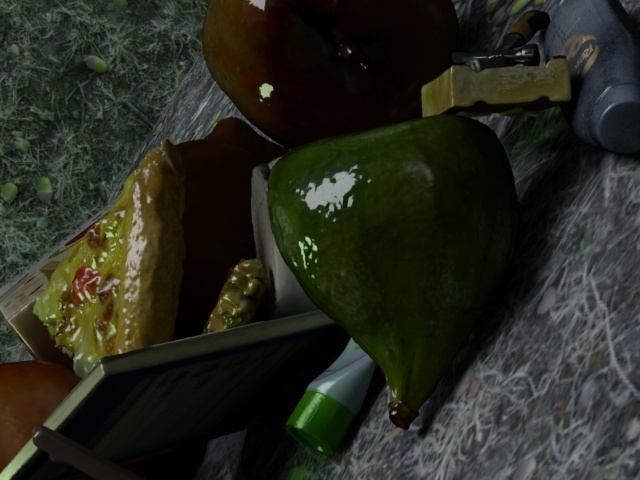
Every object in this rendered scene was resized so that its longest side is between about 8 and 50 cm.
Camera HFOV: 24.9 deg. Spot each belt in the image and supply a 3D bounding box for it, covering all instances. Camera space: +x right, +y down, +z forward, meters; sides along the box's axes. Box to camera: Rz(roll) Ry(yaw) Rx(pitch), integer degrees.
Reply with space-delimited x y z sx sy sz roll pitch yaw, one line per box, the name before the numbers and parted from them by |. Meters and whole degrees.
belt | -0.181 0.242 1.614 0.105 0.058 0.140 -60 14 -24

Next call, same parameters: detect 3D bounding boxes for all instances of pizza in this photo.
pizza | -0.225 0.065 1.441 0.287 0.075 0.280 -23 60 53

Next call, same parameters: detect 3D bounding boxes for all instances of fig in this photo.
fig | 0.068 0.023 1.134 0.203 0.203 0.235 165 93 -68

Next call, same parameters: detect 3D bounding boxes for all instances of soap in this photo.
soap | 0.139 -0.122 1.193 0.252 0.092 0.037 -113 20 -88

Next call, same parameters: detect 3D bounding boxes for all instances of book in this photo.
book | -0.126 0.144 1.313 0.322 0.018 0.228 -9 -28 -48

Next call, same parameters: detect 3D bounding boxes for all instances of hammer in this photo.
hammer | 0.171 -0.180 1.297 0.078 0.021 0.201 -6 16 20

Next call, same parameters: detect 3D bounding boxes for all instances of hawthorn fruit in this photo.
hawthorn fruit | 0.021 -0.219 1.537 0.268 0.267 0.301 -56 23 3

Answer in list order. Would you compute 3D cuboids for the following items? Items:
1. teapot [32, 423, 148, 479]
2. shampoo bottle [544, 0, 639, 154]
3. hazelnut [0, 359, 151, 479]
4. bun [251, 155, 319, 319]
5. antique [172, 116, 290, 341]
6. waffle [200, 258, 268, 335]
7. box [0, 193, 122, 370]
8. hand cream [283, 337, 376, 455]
teapot | -0.259 0.301 1.170 0.300 0.344 0.253 -58 19 3
shampoo bottle | 0.217 -0.131 1.127 0.234 0.049 0.087 -89 24 -63
hazelnut | -0.325 0.304 1.468 0.372 0.315 0.373 168 90 -69
bun | 0.000 0.000 1.411 0.173 0.119 0.173 176 90 -81
antique | -0.116 0.003 1.579 0.129 0.223 0.278 -37 34 48
waffle | -0.097 0.101 1.389 0.161 0.046 0.192 -79 13 -71
box | -0.288 0.034 2.063 0.344 0.122 0.385 -39 12 -11
hand cream | 0.060 0.061 1.271 0.079 0.050 0.275 11 61 45
